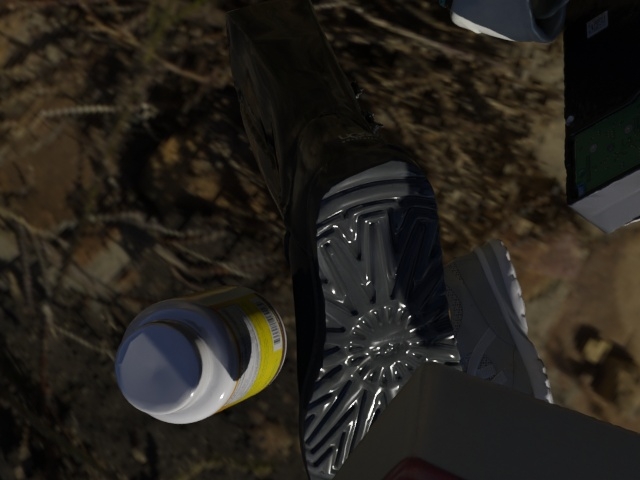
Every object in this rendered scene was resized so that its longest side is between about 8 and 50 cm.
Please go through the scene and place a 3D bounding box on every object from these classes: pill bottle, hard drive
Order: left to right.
[{"bbox_3d":[-0.116,0.108,1.608,0.117,0.215,0.117,1,94,17],"label":"pill bottle"},{"bbox_3d":[0.318,-0.193,1.460,0.064,0.339,0.237,33,134,-30],"label":"hard drive"}]

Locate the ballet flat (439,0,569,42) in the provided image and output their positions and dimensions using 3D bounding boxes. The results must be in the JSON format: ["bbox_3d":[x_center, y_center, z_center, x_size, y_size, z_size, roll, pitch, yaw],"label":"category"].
[{"bbox_3d":[0.192,-0.300,1.391,0.139,0.400,0.139,2,61,-3],"label":"ballet flat"}]

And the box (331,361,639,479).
[{"bbox_3d":[0.043,0.179,0.479,0.126,0.232,0.149,20,139,-9],"label":"box"}]

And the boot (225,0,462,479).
[{"bbox_3d":[0.000,-0.002,1.623,0.146,0.445,0.367,-5,117,-15],"label":"boot"}]

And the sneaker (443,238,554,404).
[{"bbox_3d":[0.190,0.145,1.869,0.115,0.105,0.281,-17,68,6],"label":"sneaker"}]
